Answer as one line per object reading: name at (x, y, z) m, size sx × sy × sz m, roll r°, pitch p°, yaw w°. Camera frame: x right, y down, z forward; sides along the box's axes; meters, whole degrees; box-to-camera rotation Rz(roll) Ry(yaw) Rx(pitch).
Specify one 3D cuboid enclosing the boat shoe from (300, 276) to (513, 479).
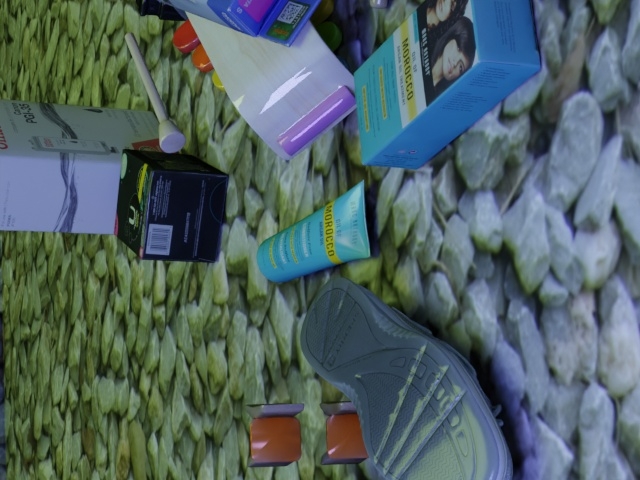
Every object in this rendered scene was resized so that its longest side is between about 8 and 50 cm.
boat shoe at (0.088, 0.138, 1.437) m, size 0.118 × 0.103 × 0.320 m, roll -61°, pitch 34°, yaw 10°

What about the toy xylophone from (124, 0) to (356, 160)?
toy xylophone at (-0.088, -0.215, 1.764) m, size 0.236 × 0.081 × 0.323 m, roll -32°, pitch 48°, yaw 17°

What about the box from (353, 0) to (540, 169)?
box at (0.107, -0.152, 1.453) m, size 0.244 × 0.060 × 0.100 m, roll 139°, pitch 130°, yaw -61°

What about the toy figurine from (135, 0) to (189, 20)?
toy figurine at (-0.139, -0.373, 1.984) m, size 0.209 × 0.148 × 0.213 m, roll 153°, pitch 116°, yaw -71°

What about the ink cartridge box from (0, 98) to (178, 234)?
ink cartridge box at (-0.355, -0.102, 2.272) m, size 0.207 × 0.283 × 0.117 m, roll -125°, pitch 43°, yaw -56°

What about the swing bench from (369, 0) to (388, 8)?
swing bench at (-0.036, -0.370, 1.552) m, size 0.165 × 0.253 × 0.255 m, roll 153°, pitch 117°, yaw -74°

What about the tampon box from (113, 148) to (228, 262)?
tampon box at (-0.200, -0.046, 2.126) m, size 0.161 × 0.101 × 0.120 m, roll -150°, pitch 66°, yaw -66°

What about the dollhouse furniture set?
dollhouse furniture set at (-0.048, 0.281, 1.515) m, size 0.135 × 0.259 × 0.262 m, roll 148°, pitch 121°, yaw -75°

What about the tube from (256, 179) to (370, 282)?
tube at (0.000, 0.000, 1.719) m, size 0.207 × 0.052 × 0.080 m, roll -25°, pitch 71°, yaw 59°

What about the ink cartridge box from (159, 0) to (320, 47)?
ink cartridge box at (-0.095, -0.328, 1.745) m, size 0.311 × 0.065 × 0.186 m, roll 28°, pitch 81°, yaw 43°
